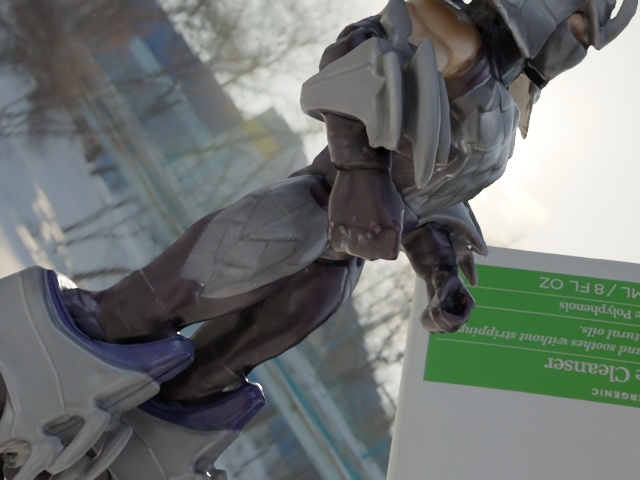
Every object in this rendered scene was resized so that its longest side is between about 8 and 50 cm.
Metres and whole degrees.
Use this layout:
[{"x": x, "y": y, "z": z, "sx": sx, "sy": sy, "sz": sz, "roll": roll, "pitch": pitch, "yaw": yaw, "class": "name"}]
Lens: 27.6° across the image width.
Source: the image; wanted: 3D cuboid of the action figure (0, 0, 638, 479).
[{"x": 0.000, "y": 0.000, "z": 0.451, "sx": 0.099, "sy": 0.285, "sz": 0.185, "roll": 51, "pitch": 2, "yaw": 27, "class": "action figure"}]

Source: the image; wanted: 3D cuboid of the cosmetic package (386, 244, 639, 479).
[{"x": 0.126, "y": 0.198, "z": 0.749, "sx": 0.155, "sy": 0.196, "sz": 0.366, "roll": 88, "pitch": 10, "yaw": -55, "class": "cosmetic package"}]
